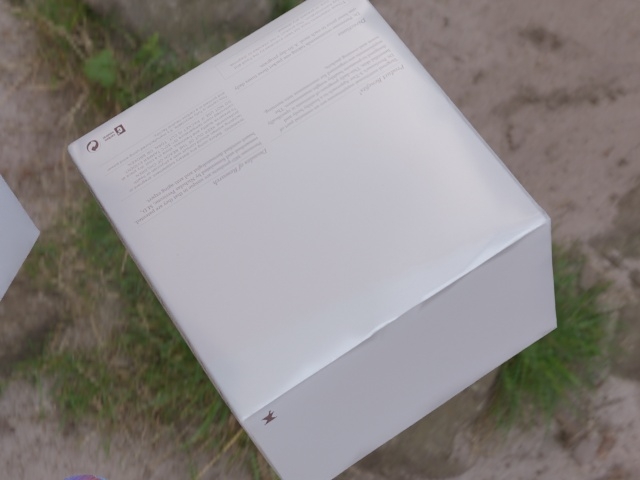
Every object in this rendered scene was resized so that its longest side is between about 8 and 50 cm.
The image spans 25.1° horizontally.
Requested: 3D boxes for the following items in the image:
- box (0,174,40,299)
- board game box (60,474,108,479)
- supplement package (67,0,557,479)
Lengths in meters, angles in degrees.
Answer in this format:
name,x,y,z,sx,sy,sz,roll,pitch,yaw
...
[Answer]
name,x,y,z,sx,sy,sz,roll,pitch,yaw
box,-0.318,-0.017,1.052,0.170,0.130,0.091,2,49,27
board game box,-0.125,0.214,0.789,0.033,0.133,0.168,-1,68,27
supplement package,0.000,0.000,0.832,0.194,0.149,0.203,-33,62,-6
